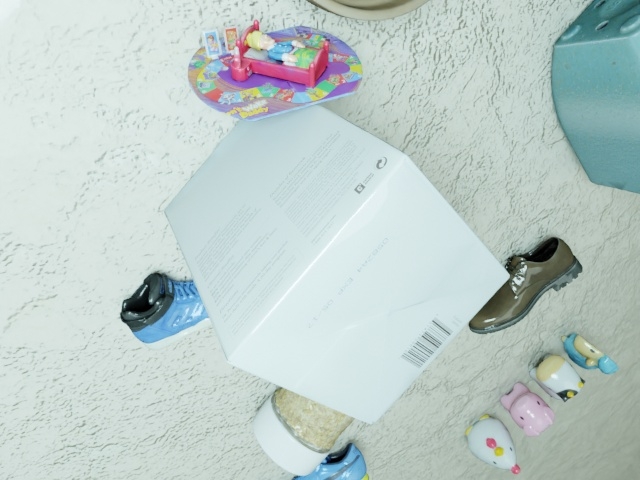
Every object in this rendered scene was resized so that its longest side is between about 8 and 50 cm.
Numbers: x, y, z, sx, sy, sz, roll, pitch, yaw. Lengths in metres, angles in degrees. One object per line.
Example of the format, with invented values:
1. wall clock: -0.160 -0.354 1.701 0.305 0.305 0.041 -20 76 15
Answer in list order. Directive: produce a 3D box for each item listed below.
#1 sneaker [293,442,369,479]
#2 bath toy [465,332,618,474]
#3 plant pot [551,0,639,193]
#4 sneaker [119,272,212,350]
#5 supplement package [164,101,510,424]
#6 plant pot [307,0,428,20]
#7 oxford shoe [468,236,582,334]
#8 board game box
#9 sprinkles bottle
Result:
1. sneaker: -0.018 0.433 0.878 0.209 0.069 0.082 -24 93 -4
2. bath toy: 0.466 0.359 1.048 0.348 0.129 0.151 -46 129 3
3. plant pot: 0.468 -0.229 0.649 0.252 0.247 0.248 41 94 -20
4. sneaker: -0.162 0.066 0.581 0.152 0.058 0.085 -28 136 -3
5. supplement package: 0.000 0.000 0.500 0.199 0.263 0.198 -49 129 5
6. plant pot: 0.029 -0.326 0.427 0.237 0.110 0.238 -13 121 -22
7. oxford shoe: 0.343 0.075 0.860 0.227 0.083 0.096 -40 109 -3
8. board game box: -0.042 -0.175 0.458 0.168 0.133 0.033 -20 145 -17
9. sprinkles bottle: 0.051 0.175 0.721 0.121 0.121 0.355 35 97 -38
